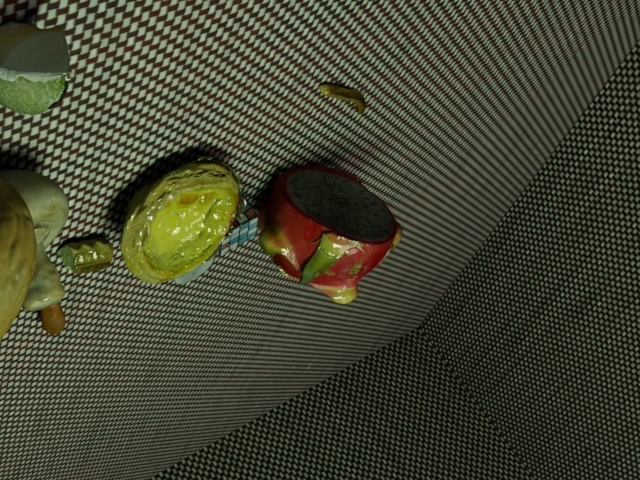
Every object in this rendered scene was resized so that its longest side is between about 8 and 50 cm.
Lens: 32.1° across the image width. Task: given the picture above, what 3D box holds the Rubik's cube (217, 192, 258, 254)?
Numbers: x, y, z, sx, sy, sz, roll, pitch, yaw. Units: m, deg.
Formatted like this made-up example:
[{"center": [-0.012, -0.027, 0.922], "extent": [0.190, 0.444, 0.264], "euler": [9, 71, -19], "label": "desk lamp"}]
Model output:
[{"center": [-0.189, -0.044, 2.249], "extent": [0.092, 0.092, 0.092], "euler": [-31, 161, -20], "label": "Rubik's cube"}]

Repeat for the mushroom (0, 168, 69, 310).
[{"center": [-0.475, -0.001, 1.672], "extent": [0.206, 0.209, 0.206], "euler": [-9, 147, -6], "label": "mushroom"}]

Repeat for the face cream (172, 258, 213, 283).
[{"center": [-0.278, 0.020, 2.220], "extent": [0.117, 0.104, 0.117], "euler": [-33, 162, -12], "label": "face cream"}]

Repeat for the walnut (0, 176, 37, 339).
[{"center": [-0.530, 0.022, 1.453], "extent": [0.333, 0.333, 0.333], "euler": [-33, 162, -12], "label": "walnut"}]

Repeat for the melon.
[{"center": [-0.404, -0.227, 1.434], "extent": [0.139, 0.093, 0.202], "euler": [15, 161, -36], "label": "melon"}]

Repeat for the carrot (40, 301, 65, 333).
[{"center": [-0.517, 0.118, 2.130], "extent": [0.048, 0.048, 0.216], "euler": [-29, 155, -24], "label": "carrot"}]

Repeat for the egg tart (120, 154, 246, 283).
[{"center": [-0.264, -0.044, 2.065], "extent": [0.279, 0.095, 0.279], "euler": [-34, 148, -25], "label": "egg tart"}]

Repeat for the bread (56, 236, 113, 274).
[{"center": [-0.428, 0.029, 2.043], "extent": [0.110, 0.060, 0.066], "euler": [-14, 122, -53], "label": "bread"}]

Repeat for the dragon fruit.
[{"center": [0.000, 0.000, 2.379], "extent": [0.305, 0.305, 0.225], "euler": [-14, 142, -51], "label": "dragon fruit"}]

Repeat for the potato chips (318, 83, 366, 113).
[{"center": [0.050, -0.285, 2.206], "extent": [0.037, 0.026, 0.204], "euler": [-28, 167, 19], "label": "potato chips"}]
